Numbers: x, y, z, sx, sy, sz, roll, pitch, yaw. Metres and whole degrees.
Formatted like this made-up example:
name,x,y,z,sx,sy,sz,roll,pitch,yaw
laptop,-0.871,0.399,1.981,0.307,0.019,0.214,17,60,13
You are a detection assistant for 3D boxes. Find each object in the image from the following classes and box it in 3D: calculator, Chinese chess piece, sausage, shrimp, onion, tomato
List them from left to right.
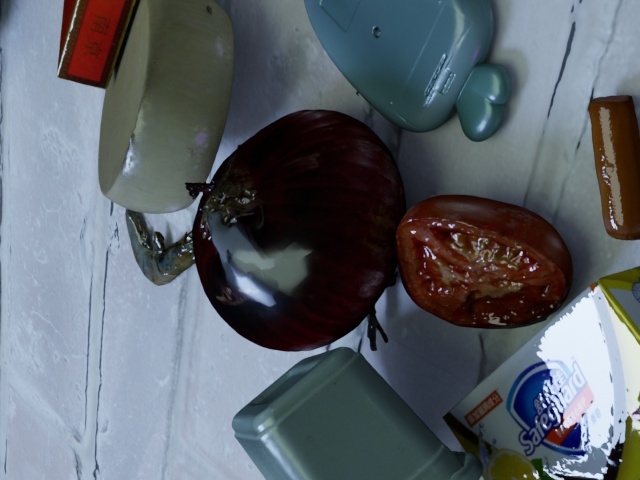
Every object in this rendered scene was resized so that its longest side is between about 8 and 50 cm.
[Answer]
name,x,y,z,sx,sy,sz,roll,pitch,yaw
shrimp,-0.217,-0.021,1.560,0.195,0.035,0.147,-29,79,50
Chinese chess piece,-0.185,-0.164,1.338,0.273,0.102,0.273,-171,90,-69
onion,0.000,0.000,1.222,0.273,0.285,0.273,-36,40,38
calculator,0.081,-0.216,1.149,0.299,0.041,0.185,50,135,25
tomato,0.165,0.014,1.107,0.174,0.082,0.166,12,142,24
sausage,0.263,-0.062,1.003,0.039,0.041,0.131,-7,100,27

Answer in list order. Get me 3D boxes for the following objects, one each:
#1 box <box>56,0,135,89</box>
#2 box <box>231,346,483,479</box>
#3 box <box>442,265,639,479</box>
name,x,y,z,sx,sy,sz,roll,pitch,yaw
box,-0.267,-0.319,1.392,0.239,0.074,0.153,-98,23,-44
box,0.016,0.217,1.170,0.182,0.175,0.312,51,167,0
box,0.252,0.156,1.052,0.168,0.097,0.265,57,137,16
